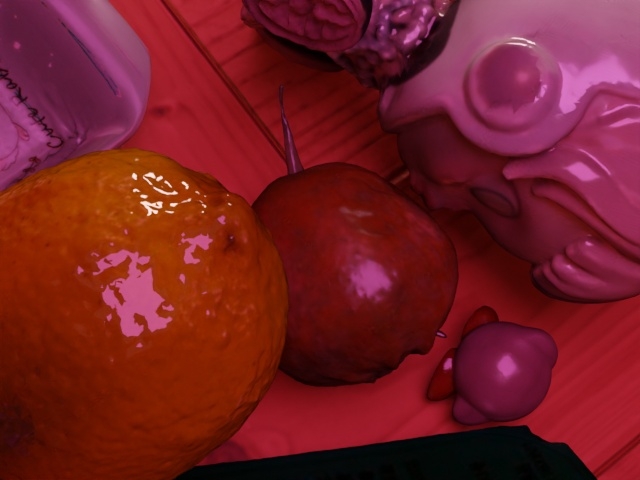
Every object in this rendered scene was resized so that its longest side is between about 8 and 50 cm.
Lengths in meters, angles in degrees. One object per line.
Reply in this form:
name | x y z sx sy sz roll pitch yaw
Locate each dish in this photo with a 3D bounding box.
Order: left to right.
dish | -0.223 -0.080 1.050 0.234 0.064 0.154 -38 84 -19

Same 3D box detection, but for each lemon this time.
lemon | -0.131 0.052 0.939 0.204 0.260 0.204 31 42 -33

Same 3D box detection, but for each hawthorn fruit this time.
hawthorn fruit | 0.005 0.016 1.036 0.149 0.149 0.189 -35 59 -20

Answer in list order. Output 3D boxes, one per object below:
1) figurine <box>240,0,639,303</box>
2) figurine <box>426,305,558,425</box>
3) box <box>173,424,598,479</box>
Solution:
figurine | 0.121 -0.116 1.018 0.361 0.253 0.211 38 106 -2
figurine | 0.119 0.090 1.069 0.071 0.067 0.083 31 84 20
box | 0.032 0.232 0.944 0.336 0.264 0.106 -6 116 -13
